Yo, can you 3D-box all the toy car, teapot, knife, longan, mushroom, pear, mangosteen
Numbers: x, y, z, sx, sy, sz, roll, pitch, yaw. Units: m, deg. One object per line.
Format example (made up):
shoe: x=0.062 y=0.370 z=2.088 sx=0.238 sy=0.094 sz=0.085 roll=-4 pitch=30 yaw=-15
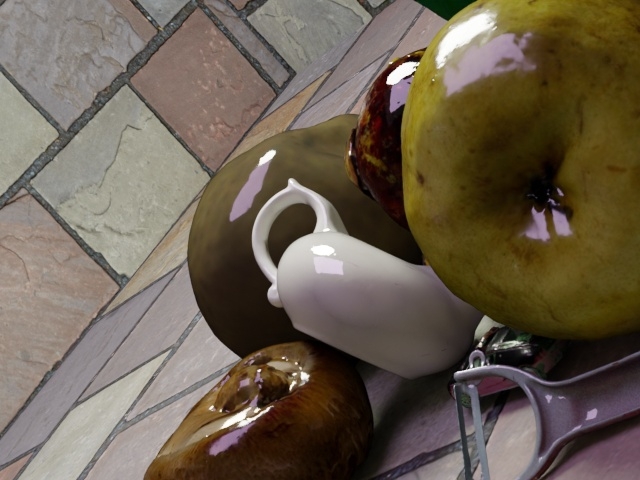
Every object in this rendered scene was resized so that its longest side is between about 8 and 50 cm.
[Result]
toy car: x=0.164 y=0.104 z=1.296 sx=0.142 sy=0.055 sz=0.069 roll=-26 pitch=17 yaw=49
teapot: x=0.049 y=0.047 z=1.444 sx=0.139 sy=0.298 sz=0.204 roll=-66 pitch=-23 yaw=0
knife: x=0.219 y=0.103 z=1.097 sx=0.278 sy=0.053 sz=0.123 roll=-27 pitch=61 yaw=37
longan: x=0.000 y=0.000 z=1.688 sx=0.288 sy=0.288 sz=0.350 roll=-30 pitch=7 yaw=45
mushroom: x=-0.062 y=0.202 z=1.427 sx=0.253 sy=0.153 sz=0.253 roll=-36 pitch=7 yaw=5
pear: x=0.213 y=-0.066 z=1.210 sx=0.304 sy=0.304 sz=0.304 roll=-40 pitch=13 yaw=11
mangosteen: x=0.111 y=-0.092 z=1.436 sx=0.192 sy=0.192 sz=0.217 roll=-48 pitch=20 yaw=-23

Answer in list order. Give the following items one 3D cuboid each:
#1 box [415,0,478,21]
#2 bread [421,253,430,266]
box: x=0.289 y=-0.218 z=1.321 sx=0.264 sy=0.336 sz=0.106 roll=-15 pitch=52 yaw=64
bread: x=0.182 y=-0.002 z=1.526 sx=0.134 sy=0.081 sz=0.225 roll=-49 pitch=18 yaw=-23
